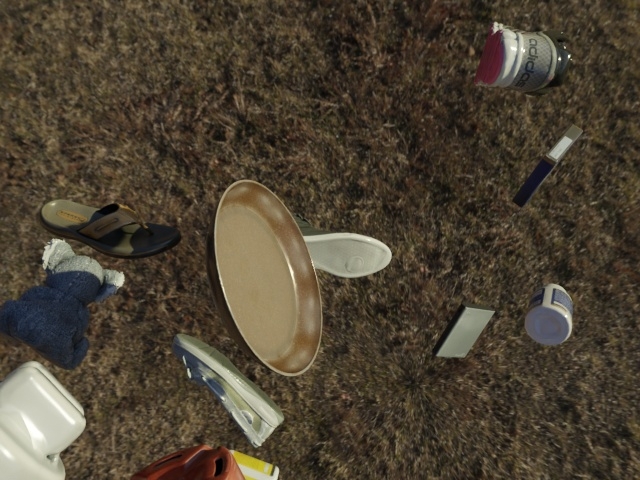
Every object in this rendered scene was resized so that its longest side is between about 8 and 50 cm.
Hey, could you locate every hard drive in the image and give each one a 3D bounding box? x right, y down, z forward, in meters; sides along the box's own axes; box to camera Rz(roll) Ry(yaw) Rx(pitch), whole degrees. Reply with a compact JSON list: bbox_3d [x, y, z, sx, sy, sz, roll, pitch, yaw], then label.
[{"bbox_3d":[0.313,0.199,1.084,0.135,0.094,0.022,-65,34,22],"label":"hard drive"}]

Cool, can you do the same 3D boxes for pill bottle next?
[{"bbox_3d":[0.371,0.114,0.800,0.067,0.120,0.067,9,111,26],"label":"pill bottle"},{"bbox_3d":[-0.204,0.585,1.224,0.184,0.103,0.103,20,78,1],"label":"pill bottle"}]

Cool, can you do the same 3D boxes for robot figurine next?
[{"bbox_3d":[-0.470,0.310,0.598,0.353,0.300,0.200,-42,99,-24],"label":"robot figurine"}]

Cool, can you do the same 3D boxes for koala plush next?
[{"bbox_3d":[-0.525,0.122,1.010,0.196,0.203,0.221,34,60,-13],"label":"koala plush"}]

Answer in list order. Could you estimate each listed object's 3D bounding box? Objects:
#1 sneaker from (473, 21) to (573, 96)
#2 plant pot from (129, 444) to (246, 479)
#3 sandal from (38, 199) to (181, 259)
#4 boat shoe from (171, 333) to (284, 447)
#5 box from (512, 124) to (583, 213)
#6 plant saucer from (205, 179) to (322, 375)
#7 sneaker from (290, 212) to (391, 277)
[{"bbox_3d":[0.196,-0.173,0.478,0.075,0.170,0.063,14,114,7],"label":"sneaker"},{"bbox_3d":[-0.165,0.448,0.660,0.272,0.272,0.265,-19,98,5],"label":"plant pot"},{"bbox_3d":[-0.321,-0.030,0.746,0.219,0.060,0.090,18,35,7],"label":"sandal"},{"bbox_3d":[-0.232,0.343,1.151,0.320,0.118,0.103,41,82,-2],"label":"boat shoe"},{"bbox_3d":[0.555,-0.170,1.234,0.036,0.225,0.136,39,64,18],"label":"box"},{"bbox_3d":[-0.087,0.059,0.774,0.050,0.310,0.310,-18,71,20],"label":"plant saucer"},{"bbox_3d":[0.000,0.000,1.064,0.296,0.104,0.147,3,29,-12],"label":"sneaker"}]
